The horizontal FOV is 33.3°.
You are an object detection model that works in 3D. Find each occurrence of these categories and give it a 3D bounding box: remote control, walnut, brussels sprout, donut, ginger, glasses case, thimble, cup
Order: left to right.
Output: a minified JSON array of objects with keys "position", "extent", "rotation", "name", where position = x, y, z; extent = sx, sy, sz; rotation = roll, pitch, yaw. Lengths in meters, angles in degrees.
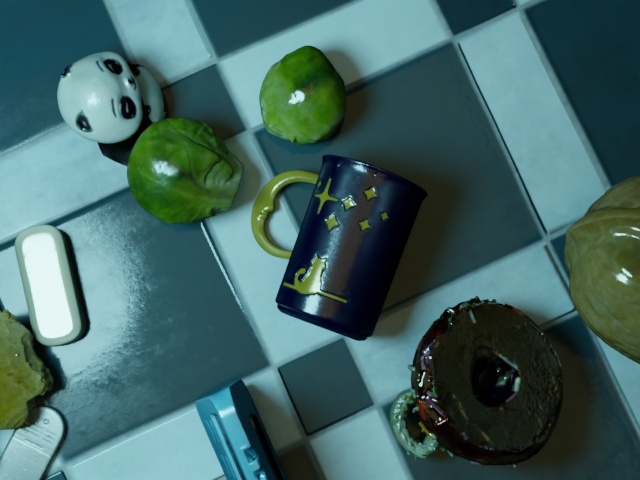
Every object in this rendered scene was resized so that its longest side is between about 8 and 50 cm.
[{"position":[-0.609,0.252,1.686],"extent":[0.375,0.166,0.236],"rotation":[-20,109,17],"name":"ginger"},{"position":[-0.484,0.379,1.708],"extent":[0.077,0.022,0.245],"rotation":[26,84,-1],"name":"remote control"},{"position":[-0.435,0.073,1.723],"extent":[0.083,0.050,0.196],"rotation":[-12,85,-4],"name":"glasses case"},{"position":[-0.216,-0.105,1.699],"extent":[0.180,0.144,0.162],"rotation":[31,58,-9],"name":"brussels sprout"},{"position":[-0.028,-0.233,1.724],"extent":[0.151,0.122,0.149],"rotation":[43,82,2],"name":"brussels sprout"},{"position":[0.019,0.008,1.710],"extent":[0.178,0.255,0.256],"rotation":[23,86,-36],"name":"cup"},{"position":[0.155,0.292,1.707],"extent":[0.084,0.062,0.110],"rotation":[-5,84,-1],"name":"thimble"},{"position":[0.254,0.222,1.665],"extent":[0.269,0.103,0.270],"rotation":[7,71,-21],"name":"donut"},{"position":[0.536,0.046,1.631],"extent":[0.343,0.306,0.306],"rotation":[24,85,-2],"name":"walnut"}]

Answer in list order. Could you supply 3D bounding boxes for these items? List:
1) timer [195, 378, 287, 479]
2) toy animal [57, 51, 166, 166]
[{"position":[-0.116,0.332,1.605],"extent":[0.091,0.250,0.232],"rotation":[-23,85,-4],"name":"timer"},{"position":[-0.330,-0.212,1.696],"extent":[0.138,0.179,0.166],"rotation":[-24,78,11],"name":"toy animal"}]
